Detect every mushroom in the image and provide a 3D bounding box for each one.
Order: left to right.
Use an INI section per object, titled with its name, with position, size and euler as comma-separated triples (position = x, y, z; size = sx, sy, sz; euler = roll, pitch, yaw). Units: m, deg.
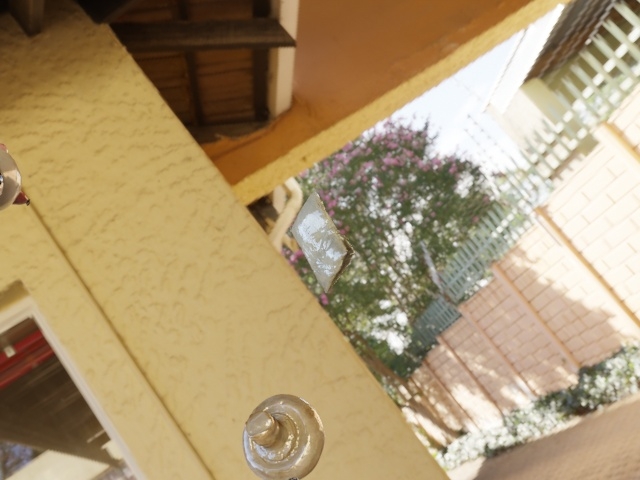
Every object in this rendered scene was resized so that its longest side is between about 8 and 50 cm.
[mushroom]
position = -0.086, 0.460, 1.559
size = 0.206, 0.206, 0.209
euler = -31, -26, -29

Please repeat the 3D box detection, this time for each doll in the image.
[doll]
position = -0.482, -0.082, 0.902
size = 0.106, 0.110, 0.181
euler = -12, 7, -3

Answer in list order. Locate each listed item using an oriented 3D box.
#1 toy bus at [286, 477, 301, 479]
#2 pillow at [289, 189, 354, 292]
[toy bus]
position = 0.006, 0.465, 1.132
size = 0.047, 0.165, 0.065
euler = -70, -15, 11
[pillow]
position = 0.000, 0.000, 1.620
size = 0.050, 0.230, 0.148
euler = 7, -50, -36
